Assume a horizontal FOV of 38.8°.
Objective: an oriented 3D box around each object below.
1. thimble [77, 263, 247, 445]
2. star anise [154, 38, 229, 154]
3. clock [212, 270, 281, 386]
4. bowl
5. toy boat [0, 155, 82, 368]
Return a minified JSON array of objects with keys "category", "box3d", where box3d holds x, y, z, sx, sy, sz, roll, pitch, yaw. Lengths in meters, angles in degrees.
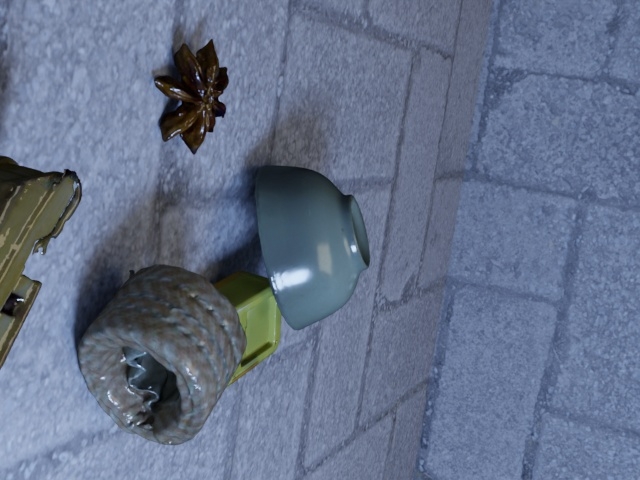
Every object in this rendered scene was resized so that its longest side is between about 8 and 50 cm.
[{"category":"thimble","box3d":[-0.206,0.153,1.213,0.148,0.195,0.229,-57,148,-43]},{"category":"star anise","box3d":[-0.177,-0.203,1.283,0.168,0.057,0.168,11,90,-68]},{"category":"clock","box3d":[-0.147,0.143,1.473,0.202,0.096,0.144,-30,131,-59]},{"category":"bowl","box3d":[0.000,0.000,1.540,0.289,0.146,0.289,-11,90,-79]},{"category":"toy boat","box3d":[-0.385,0.114,0.890,0.446,0.135,0.162,-66,150,-16]}]
